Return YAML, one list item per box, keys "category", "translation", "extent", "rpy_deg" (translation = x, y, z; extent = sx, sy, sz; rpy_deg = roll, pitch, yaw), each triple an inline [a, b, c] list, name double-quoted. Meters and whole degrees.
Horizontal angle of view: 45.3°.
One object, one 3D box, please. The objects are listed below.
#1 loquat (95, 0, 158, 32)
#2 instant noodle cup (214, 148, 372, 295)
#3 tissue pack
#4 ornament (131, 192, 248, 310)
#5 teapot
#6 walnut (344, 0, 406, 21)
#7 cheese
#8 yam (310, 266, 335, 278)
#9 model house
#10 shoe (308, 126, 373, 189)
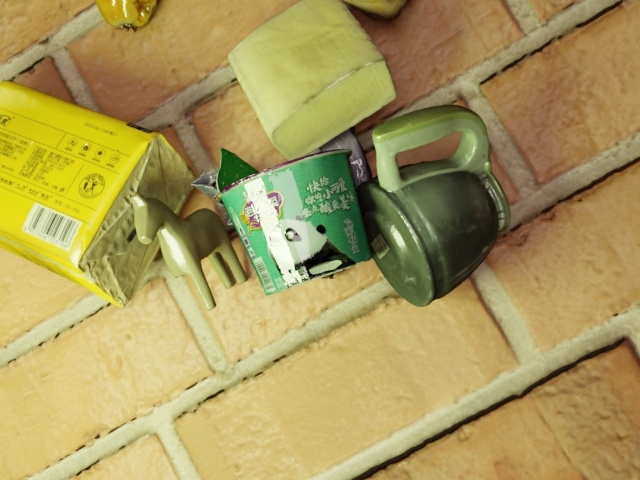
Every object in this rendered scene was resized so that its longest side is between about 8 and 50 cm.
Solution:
- category: "loquat"
  translation: [-0.388, -0.489, 1.542]
  extent: [0.137, 0.113, 0.137]
  rpy_deg: [0, 105, 0]
- category: "instant noodle cup"
  translation: [-0.033, -0.024, 1.303]
  extent: [0.251, 0.251, 0.190]
  rpy_deg: [-20, 87, 8]
- category: "tissue pack"
  translation: [-0.474, -0.093, 1.422]
  extent: [0.381, 0.228, 0.293]
  rpy_deg: [21, 75, 20]
- category: "ornament"
  translation: [-0.240, 0.007, 1.383]
  extent: [0.061, 0.230, 0.245]
  rpy_deg: [-20, 101, 24]
- category: "teapot"
  translation: [0.191, -0.074, 1.338]
  extent: [0.239, 0.239, 0.322]
  rpy_deg: [-28, 101, -16]
- category: "walnut"
  translation: [0.113, -0.528, 1.440]
  extent: [0.204, 0.141, 0.238]
  rpy_deg: [31, 80, 14]
- category: "cheese"
  translation: [-0.022, -0.308, 1.402]
  extent: [0.242, 0.124, 0.266]
  rpy_deg: [-30, 51, 2]
- category: "yam"
  translation: [-0.001, 0.000, 1.446]
  extent: [0.079, 0.079, 0.141]
  rpy_deg: [8, 84, 11]
- category: "model house"
  translation: [-0.162, -0.082, 1.457]
  extent: [0.088, 0.167, 0.117]
  rpy_deg: [-26, 51, 33]
- category: "shoe"
  translation: [0.015, -0.159, 1.454]
  extent: [0.137, 0.095, 0.245]
  rpy_deg: [-21, 78, 11]
